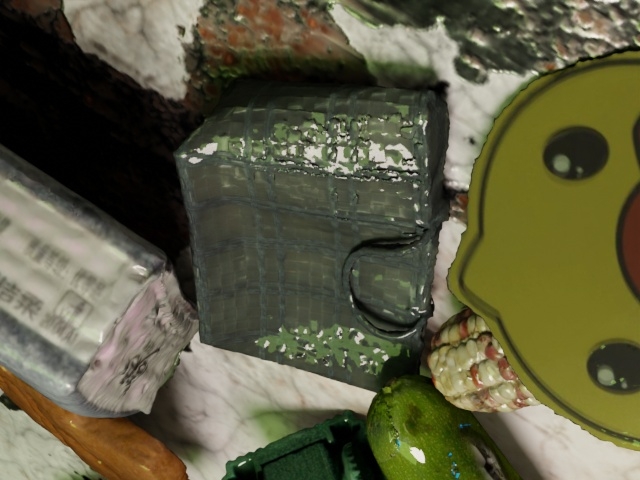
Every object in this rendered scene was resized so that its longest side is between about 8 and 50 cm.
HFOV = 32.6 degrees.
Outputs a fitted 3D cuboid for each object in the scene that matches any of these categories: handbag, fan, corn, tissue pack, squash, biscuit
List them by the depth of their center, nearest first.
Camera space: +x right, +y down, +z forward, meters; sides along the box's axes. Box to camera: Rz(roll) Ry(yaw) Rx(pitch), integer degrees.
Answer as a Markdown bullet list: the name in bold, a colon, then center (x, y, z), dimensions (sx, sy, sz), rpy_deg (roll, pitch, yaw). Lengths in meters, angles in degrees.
- **fan**: center (0.208, 0.004, 0.581), dimensions (0.335, 0.011, 0.229), rpy_deg (-11, 93, 40)
- **corn**: center (0.169, 0.050, 0.674), dimensions (0.237, 0.079, 0.079), rpy_deg (-28, 107, 41)
- **handbag**: center (0.000, 0.000, 0.748), dimensions (0.175, 0.088, 0.270), rpy_deg (13, 133, 15)
- **tissue pack**: center (-0.280, -0.025, 0.794), dimensions (0.394, 0.124, 0.288), rpy_deg (34, 172, 6)
- **squash**: center (0.135, 0.216, 0.815), dimensions (0.087, 0.087, 0.331), rpy_deg (-10, 132, 40)
- **biscuit**: center (-0.232, 0.157, 0.994), dimensions (0.306, 0.043, 0.284), rpy_deg (39, 161, -1)

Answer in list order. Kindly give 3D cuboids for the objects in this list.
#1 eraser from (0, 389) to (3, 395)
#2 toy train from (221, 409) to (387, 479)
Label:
- **eraser**: center (-0.382, 0.064, 1.073), dimensions (0.125, 0.068, 0.210), rpy_deg (15, 134, 21)
- **toy train**: center (0.031, 0.292, 0.829), dimensions (0.139, 0.330, 0.178), rpy_deg (-22, 129, -2)
